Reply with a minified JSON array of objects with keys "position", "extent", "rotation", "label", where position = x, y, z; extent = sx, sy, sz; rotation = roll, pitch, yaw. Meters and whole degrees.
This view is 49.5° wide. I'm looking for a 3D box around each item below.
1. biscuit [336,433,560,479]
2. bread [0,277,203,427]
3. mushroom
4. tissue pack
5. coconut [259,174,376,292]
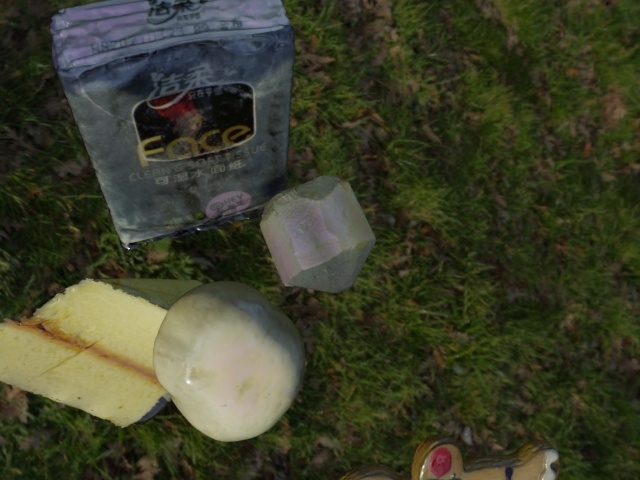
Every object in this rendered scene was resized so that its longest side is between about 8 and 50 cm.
[{"position":[0.156,0.339,0.879],"extent":[0.302,0.049,0.196],"rotation":[5,104,-13],"label":"biscuit"},{"position":[-0.414,0.224,1.379],"extent":[0.346,0.242,0.405],"rotation":[-39,162,14],"label":"bread"},{"position":[-0.157,0.193,1.159],"extent":[0.254,0.234,0.260],"rotation":[6,95,-24],"label":"mushroom"},{"position":[-0.169,-0.147,0.878],"extent":[0.259,0.361,0.122],"rotation":[-16,64,-14],"label":"tissue pack"},{"position":[0.000,0.000,0.960],"extent":[0.147,0.147,0.152],"rotation":[-17,79,-29],"label":"coconut"}]
